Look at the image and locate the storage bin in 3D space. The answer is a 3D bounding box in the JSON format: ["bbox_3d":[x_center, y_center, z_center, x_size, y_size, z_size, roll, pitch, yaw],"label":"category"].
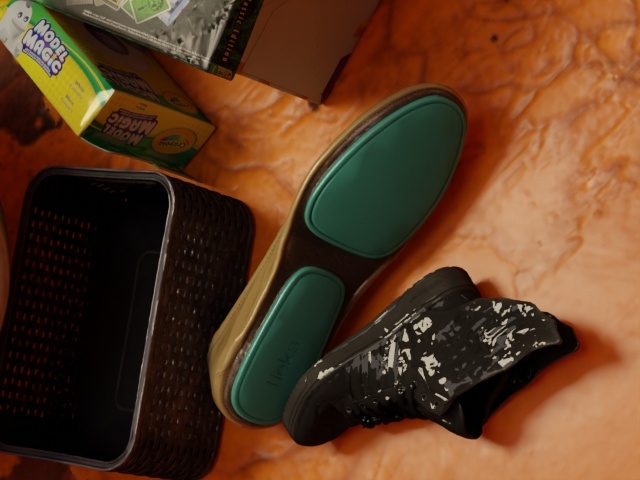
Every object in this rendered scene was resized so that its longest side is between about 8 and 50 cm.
[{"bbox_3d":[-0.123,0.051,1.147,0.122,0.084,0.180,4,81,35],"label":"storage bin"}]

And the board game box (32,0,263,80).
[{"bbox_3d":[-0.125,-0.192,1.063,0.259,0.030,0.136,25,98,35],"label":"board game box"}]

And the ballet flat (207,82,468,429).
[{"bbox_3d":[0.000,0.000,1.085,0.232,0.080,0.073,-56,26,8],"label":"ballet flat"}]

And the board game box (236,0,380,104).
[{"bbox_3d":[-0.095,-0.219,1.153,0.275,0.142,0.144,36,101,34],"label":"board game box"}]

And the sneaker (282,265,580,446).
[{"bbox_3d":[0.058,0.080,1.037,0.170,0.051,0.089,-43,55,15],"label":"sneaker"}]

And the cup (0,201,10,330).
[{"bbox_3d":[-0.316,0.011,1.110,0.237,0.331,0.331,13,87,48],"label":"cup"}]

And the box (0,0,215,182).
[{"bbox_3d":[-0.142,-0.108,1.183,0.043,0.105,0.179,-49,58,16],"label":"box"}]
